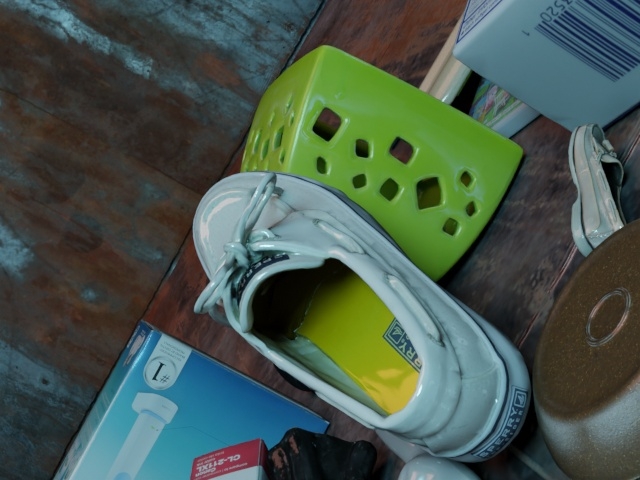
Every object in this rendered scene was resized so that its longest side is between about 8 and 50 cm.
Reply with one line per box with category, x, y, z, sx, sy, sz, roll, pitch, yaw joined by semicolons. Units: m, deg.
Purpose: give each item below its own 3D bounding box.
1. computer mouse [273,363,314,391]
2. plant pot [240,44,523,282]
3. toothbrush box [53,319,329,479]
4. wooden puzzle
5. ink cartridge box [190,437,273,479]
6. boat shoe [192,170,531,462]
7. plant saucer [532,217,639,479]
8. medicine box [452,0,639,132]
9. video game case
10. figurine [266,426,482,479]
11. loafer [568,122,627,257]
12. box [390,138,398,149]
computer mouse;0.014;0.117;1.097;0.041;0.071;0.242;-49;10;-26
plant pot;0.028;-0.032;1.032;0.207;0.227;0.228;-68;14;-11
toothbrush box;-0.161;0.266;1.098;0.296;0.216;0.126;-63;13;-7
wooden puzzle;0.178;-0.232;1.208;0.221;0.044;0.239;-60;3;1
ink cartridge box;-0.064;0.277;0.883;0.072;0.128;0.175;-17;25;9
boat shoe;-0.024;0.034;0.758;0.367;0.156;0.136;41;104;45
plant saucer;0.192;0.055;0.651;0.199;0.036;0.199;-55;14;21
medicine box;0.264;-0.276;0.829;0.263;0.149;0.289;-41;23;54
video game case;0.225;-0.195;1.065;0.212;0.023;0.193;-40;24;55
figurine;0.047;0.196;0.803;0.215;0.092;0.209;-53;23;24
loafer;0.212;-0.041;0.775;0.039;0.045;0.125;-26;40;38
box;0.083;-0.171;1.438;0.052;0.062;0.083;-55;14;14
